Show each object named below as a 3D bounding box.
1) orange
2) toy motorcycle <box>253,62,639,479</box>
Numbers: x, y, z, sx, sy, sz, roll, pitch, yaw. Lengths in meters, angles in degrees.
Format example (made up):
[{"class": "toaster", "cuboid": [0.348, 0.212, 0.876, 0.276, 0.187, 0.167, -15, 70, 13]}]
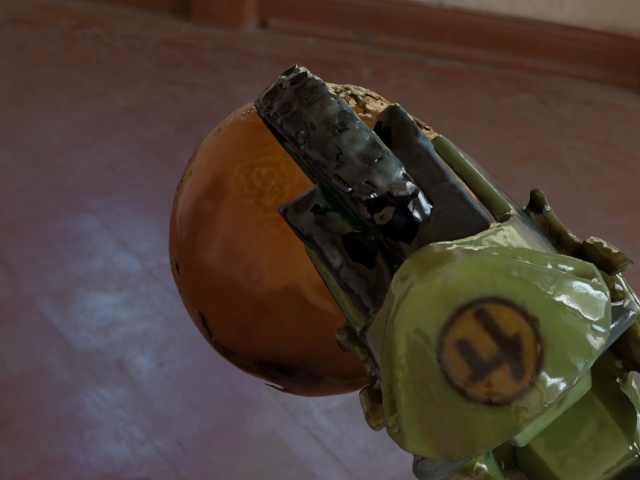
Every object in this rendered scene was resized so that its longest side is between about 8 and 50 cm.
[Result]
[{"class": "orange", "cuboid": [0.000, 0.000, 0.979, 0.246, 0.246, 0.246, 5, 31, -3]}, {"class": "toy motorcycle", "cuboid": [0.111, 0.068, 0.716, 0.169, 0.410, 0.237, -39, 42, 7]}]
